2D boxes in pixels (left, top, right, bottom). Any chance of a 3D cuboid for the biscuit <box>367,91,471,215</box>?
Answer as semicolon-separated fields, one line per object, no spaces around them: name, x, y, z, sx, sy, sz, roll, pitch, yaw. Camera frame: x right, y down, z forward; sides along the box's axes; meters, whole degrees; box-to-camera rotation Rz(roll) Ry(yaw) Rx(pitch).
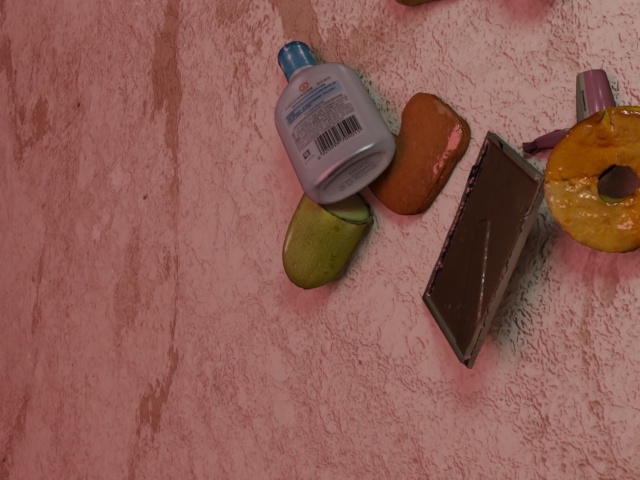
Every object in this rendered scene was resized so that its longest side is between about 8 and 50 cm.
biscuit;0.131;-0.144;1.515;0.186;0.036;0.192;55;127;36

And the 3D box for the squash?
squash;0.000;0.000;1.610;0.123;0.123;0.187;51;129;37

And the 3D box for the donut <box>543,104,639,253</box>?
donut;0.364;-0.079;1.181;0.174;0.074;0.190;35;128;9

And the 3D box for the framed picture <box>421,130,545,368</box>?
framed picture;0.218;0.008;1.358;0.209;0.019;0.281;-113;39;-63

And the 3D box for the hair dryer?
hair dryer;0.320;-0.147;1.291;0.154;0.054;0.106;-28;64;50

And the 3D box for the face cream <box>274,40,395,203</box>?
face cream;0.001;-0.208;1.591;0.163;0.080;0.337;-35;45;11

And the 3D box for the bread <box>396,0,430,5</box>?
bread;0.136;-0.415;1.490;0.119;0.067;0.192;-49;54;37
